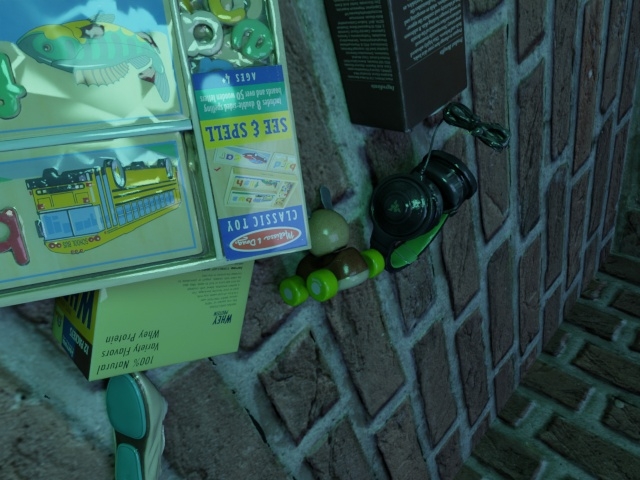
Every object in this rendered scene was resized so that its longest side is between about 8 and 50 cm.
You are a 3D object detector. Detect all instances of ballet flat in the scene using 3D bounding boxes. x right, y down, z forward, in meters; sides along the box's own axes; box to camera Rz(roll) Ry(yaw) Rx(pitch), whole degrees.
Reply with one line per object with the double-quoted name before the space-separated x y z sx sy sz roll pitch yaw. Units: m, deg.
"ballet flat" -0.267 0.280 0.696 0.086 0.086 0.248 -10 115 -43

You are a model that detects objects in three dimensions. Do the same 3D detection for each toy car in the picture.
"toy car" 0.000 0.000 0.827 0.155 0.149 0.188 -20 92 -43

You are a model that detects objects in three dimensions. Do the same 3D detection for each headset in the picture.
"headset" 0.227 -0.080 0.916 0.244 0.185 0.393 -33 147 -33

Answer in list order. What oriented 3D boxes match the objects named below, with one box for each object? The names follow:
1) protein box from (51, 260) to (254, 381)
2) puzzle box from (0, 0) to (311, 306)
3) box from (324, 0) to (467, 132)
"protein box" -0.207 0.039 0.595 0.200 0.136 0.200 0 106 -46
"puzzle box" -0.224 -0.087 0.420 0.410 0.052 0.271 -11 104 -14
"box" 0.117 -0.389 0.737 0.191 0.143 0.381 -39 129 -28
